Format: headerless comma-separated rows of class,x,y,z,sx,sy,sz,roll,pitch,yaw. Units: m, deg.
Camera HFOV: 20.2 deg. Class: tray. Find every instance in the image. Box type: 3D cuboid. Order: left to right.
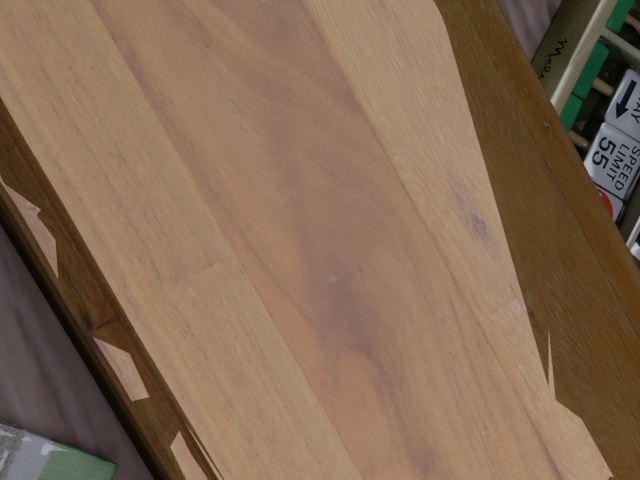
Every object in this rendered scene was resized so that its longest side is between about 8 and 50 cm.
tray,0.000,0.000,0.703,0.203,0.076,0.411,-32,99,-12

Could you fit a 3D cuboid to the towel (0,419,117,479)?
towel,-0.168,0.113,0.707,0.152,0.023,0.113,24,88,-24

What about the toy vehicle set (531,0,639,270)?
toy vehicle set,0.155,-0.019,0.812,0.166,0.035,0.267,29,84,-21
